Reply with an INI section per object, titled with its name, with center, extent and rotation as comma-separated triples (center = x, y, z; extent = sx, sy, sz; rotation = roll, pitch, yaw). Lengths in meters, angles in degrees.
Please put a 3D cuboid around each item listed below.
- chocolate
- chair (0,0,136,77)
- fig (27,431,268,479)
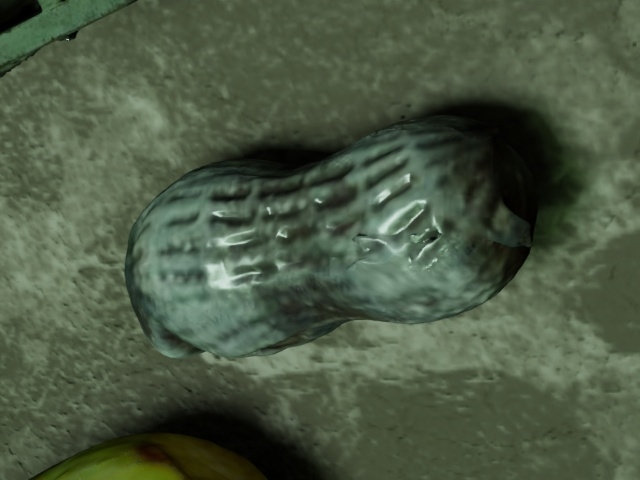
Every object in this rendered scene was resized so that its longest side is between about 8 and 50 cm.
[chocolate]
center = 0.000, 0.000, 0.786
extent = 0.248, 0.110, 0.110
rotation = -12, 111, 33
[chair]
center = -0.169, -0.156, 0.769
extent = 0.270, 0.136, 0.147
rotation = -18, 106, 36
[fig]
center = -0.135, 0.253, 0.936
extent = 0.258, 0.258, 0.326
rotation = 35, 117, 9
